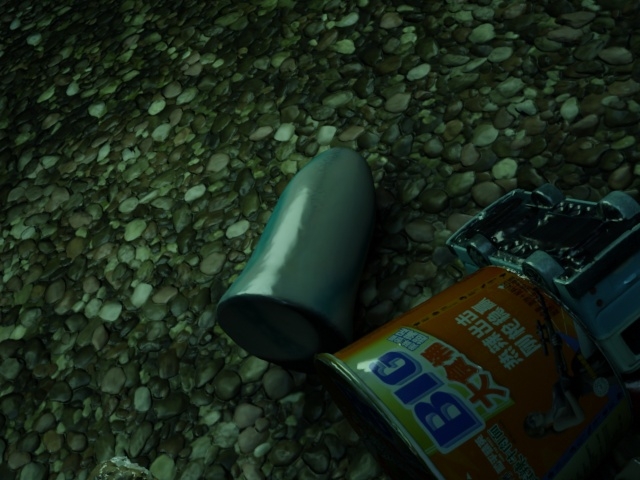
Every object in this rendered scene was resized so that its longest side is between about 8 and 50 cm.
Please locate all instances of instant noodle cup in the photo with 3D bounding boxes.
[{"bbox_3d":[0.162,0.172,0.814,0.214,0.296,0.296,-36,49,-12],"label":"instant noodle cup"}]

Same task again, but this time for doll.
[{"bbox_3d":[-0.302,0.370,0.998,0.221,0.105,0.115,-36,51,-3],"label":"doll"}]

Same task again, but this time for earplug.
[{"bbox_3d":[0.000,0.000,1.087,0.185,0.185,0.324,2,52,27],"label":"earplug"}]

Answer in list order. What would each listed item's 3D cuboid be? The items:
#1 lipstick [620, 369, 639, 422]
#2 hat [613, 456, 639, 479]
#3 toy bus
[{"bbox_3d":[0.421,0.157,0.820,0.241,0.080,0.080,-2,57,24],"label":"lipstick"},{"bbox_3d":[0.383,0.295,0.762,0.173,0.144,0.166,4,52,-26],"label":"hat"},{"bbox_3d":[0.275,0.039,0.882,0.133,0.164,0.271,-36,17,-9],"label":"toy bus"}]
